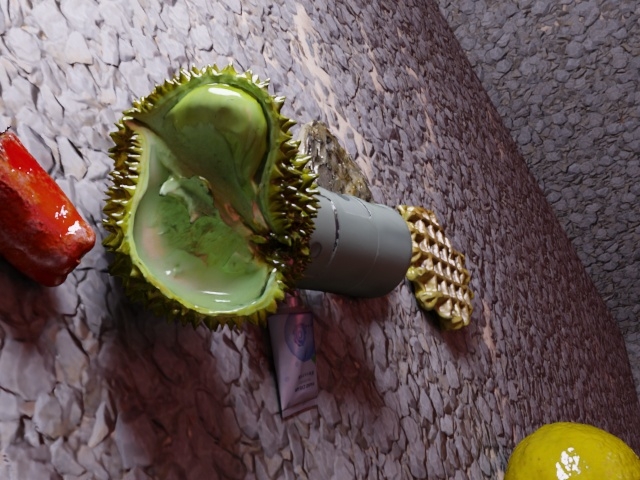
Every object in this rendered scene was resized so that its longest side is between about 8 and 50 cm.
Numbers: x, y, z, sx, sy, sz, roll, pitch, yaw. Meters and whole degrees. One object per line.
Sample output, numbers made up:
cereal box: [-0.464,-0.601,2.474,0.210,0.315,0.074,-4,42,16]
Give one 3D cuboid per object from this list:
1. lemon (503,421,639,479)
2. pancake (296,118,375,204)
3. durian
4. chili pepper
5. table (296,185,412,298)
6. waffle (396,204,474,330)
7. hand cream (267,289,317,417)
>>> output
lemon: [0.451,0.444,1.292,0.310,0.253,0.253,35,40,-49]
pancake: [0.035,-0.046,1.117,0.282,0.049,0.282,43,36,-42]
durian: [-0.099,-0.032,0.690,0.176,0.200,0.237,61,23,-82]
chili pepper: [-0.230,-0.021,0.581,0.070,0.073,0.123,-41,109,-19]
table: [0.000,0.000,0.896,0.220,0.126,0.126,11,59,-49]
waffle: [0.212,0.040,1.377,0.253,0.056,0.249,63,26,-6]
hand cream: [-0.029,0.128,0.868,0.084,0.053,0.142,1,79,-62]
